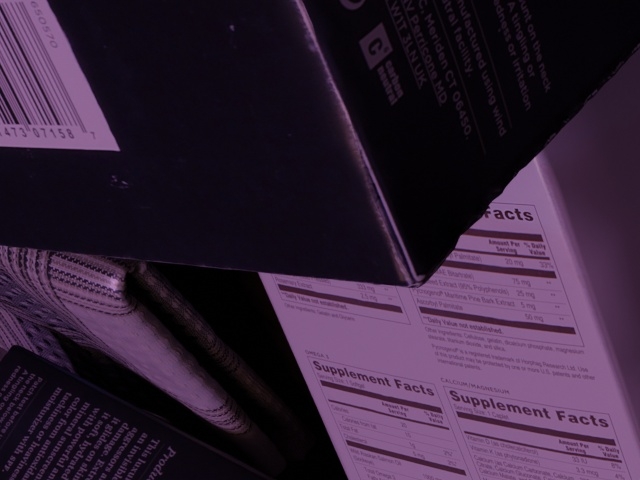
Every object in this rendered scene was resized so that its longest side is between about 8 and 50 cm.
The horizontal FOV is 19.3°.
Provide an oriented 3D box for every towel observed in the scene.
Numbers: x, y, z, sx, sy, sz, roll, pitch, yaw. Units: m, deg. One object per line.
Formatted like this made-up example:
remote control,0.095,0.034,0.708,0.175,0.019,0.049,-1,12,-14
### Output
towel,-0.180,0.048,1.236,0.312,0.056,0.324,19,163,29

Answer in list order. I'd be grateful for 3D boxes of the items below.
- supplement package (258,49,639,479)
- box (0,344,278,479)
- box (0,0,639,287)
supplement package,0.112,0.004,0.868,0.198,0.199,0.263,7,130,44
box,-0.088,0.252,1.283,0.294,0.183,0.296,24,163,30
box,-0.028,-0.152,0.761,0.343,0.312,0.179,4,127,44
